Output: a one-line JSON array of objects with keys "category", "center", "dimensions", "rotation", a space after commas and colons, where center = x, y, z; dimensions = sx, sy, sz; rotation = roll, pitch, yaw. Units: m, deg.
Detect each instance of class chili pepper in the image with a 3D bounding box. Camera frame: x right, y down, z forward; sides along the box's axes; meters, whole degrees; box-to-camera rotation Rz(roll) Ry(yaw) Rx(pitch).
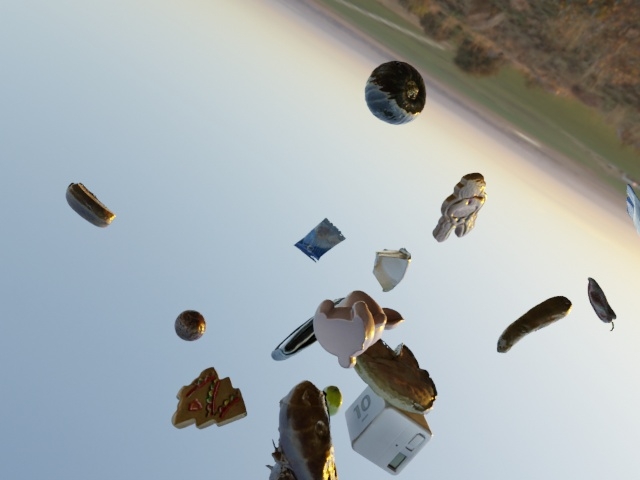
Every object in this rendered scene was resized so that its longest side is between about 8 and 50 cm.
[{"category": "chili pepper", "center": [0.747, 0.168, 1.527], "dimensions": [0.050, 0.041, 0.153], "rotation": [-19, -102, -50]}]

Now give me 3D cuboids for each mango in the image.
[{"category": "mango", "center": [0.032, 0.628, 2.236], "dimensions": [0.089, 0.163, 0.117], "rotation": [12, -116, -16]}]

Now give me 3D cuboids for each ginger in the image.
[{"category": "ginger", "center": [-0.070, 0.650, 1.771], "dimensions": [0.176, 0.254, 0.418], "rotation": [13, -112, -65]}]

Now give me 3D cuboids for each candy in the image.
[{"category": "candy", "center": [0.000, 0.001, 1.576], "dimensions": [0.088, 0.136, 0.038], "rotation": [41, -150, -18]}]

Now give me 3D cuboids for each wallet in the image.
[{"category": "wallet", "center": [-0.033, 0.275, 1.690], "dimensions": [0.075, 0.237, 0.342], "rotation": [53, 163, 5]}]

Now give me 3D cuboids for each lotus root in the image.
[{"category": "lotus root", "center": [-0.357, -0.052, 0.874], "dimensions": [0.083, 0.037, 0.030], "rotation": [44, -179, -12]}]

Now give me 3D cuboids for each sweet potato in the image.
[{"category": "sweet potato", "center": [0.625, 0.242, 1.686], "dimensions": [0.075, 0.273, 0.075], "rotation": [58, 171, 14]}]

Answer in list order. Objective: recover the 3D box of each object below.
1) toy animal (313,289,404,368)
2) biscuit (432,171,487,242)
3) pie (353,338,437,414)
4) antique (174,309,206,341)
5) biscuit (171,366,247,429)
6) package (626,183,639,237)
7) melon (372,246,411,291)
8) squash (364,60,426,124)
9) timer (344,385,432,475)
[{"category": "toy animal", "center": [0.066, 0.145, 1.033], "dimensions": [0.124, 0.124, 0.212], "rotation": [37, -165, 16]}, {"category": "biscuit", "center": [0.498, -0.110, 2.009], "dimensions": [0.186, 0.295, 0.044], "rotation": [-16, -132, -21]}, {"category": "pie", "center": [0.231, 0.416, 1.800], "dimensions": [0.338, 0.075, 0.337], "rotation": [30, -155, -16]}, {"category": "antique", "center": [-0.407, 0.266, 1.791], "dimensions": [0.104, 0.104, 0.104], "rotation": [29, -163, -10]}, {"category": "biscuit", "center": [-0.317, 0.470, 1.671], "dimensions": [0.239, 0.041, 0.212], "rotation": [8, -137, 25]}, {"category": "package", "center": [0.679, -0.017, 1.183], "dimensions": [0.171, 0.027, 0.173], "rotation": [34, -144, -55]}, {"category": "melon", "center": [0.191, 0.081, 1.639], "dimensions": [0.093, 0.139, 0.202], "rotation": [11, -175, -7]}, {"category": "squash", "center": [0.216, -0.423, 1.651], "dimensions": [0.193, 0.156, 0.193], "rotation": [28, -125, -51]}, {"category": "timer", "center": [0.212, 0.587, 1.826], "dimensions": [0.194, 0.192, 0.195], "rotation": [36, -170, -14]}]
